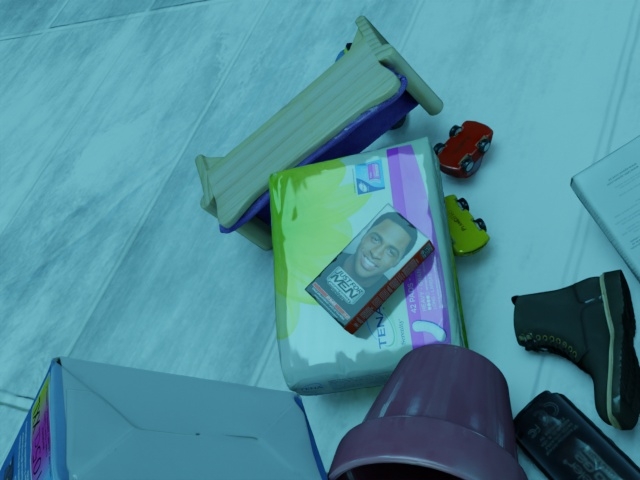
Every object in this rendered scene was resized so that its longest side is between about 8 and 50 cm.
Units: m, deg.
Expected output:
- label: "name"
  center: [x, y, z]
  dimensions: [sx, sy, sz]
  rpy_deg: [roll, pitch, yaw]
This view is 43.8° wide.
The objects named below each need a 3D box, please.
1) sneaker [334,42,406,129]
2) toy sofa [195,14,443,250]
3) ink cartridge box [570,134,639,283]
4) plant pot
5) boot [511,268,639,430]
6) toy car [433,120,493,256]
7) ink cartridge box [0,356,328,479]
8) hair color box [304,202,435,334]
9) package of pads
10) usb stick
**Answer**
- label: "sneaker"
  center: [0.078, -0.241, 1.338]
  dimensions: [0.082, 0.069, 0.209]
  rpy_deg: [-56, 44, 34]
- label: "toy sofa"
  center: [-0.003, -0.137, 1.183]
  dimensions: [0.362, 0.150, 0.177]
  rpy_deg: [-38, 45, 16]
- label: "ink cartridge box"
  center: [0.441, -0.037, 0.904]
  dimensions: [0.223, 0.045, 0.224]
  rpy_deg: [-32, 72, 6]
- label: "plant pot"
  center: [0.122, 0.217, 0.835]
  dimensions: [0.201, 0.201, 0.180]
  rpy_deg: [-9, 35, 27]
- label: "boot"
  center: [0.278, 0.128, 0.889]
  dimensions: [0.137, 0.077, 0.198]
  rpy_deg: [-15, 35, 29]
- label: "toy car"
  center: [0.129, -0.068, 1.126]
  dimensions: [0.225, 0.053, 0.239]
  rpy_deg: [0, 53, 13]
- label: "ink cartridge box"
  center: [-0.203, 0.317, 0.824]
  dimensions: [0.395, 0.270, 0.151]
  rpy_deg: [-56, 35, 31]
- label: "hair color box"
  center: [0.058, 0.033, 0.925]
  dimensions: [0.141, 0.043, 0.072]
  rpy_deg: [-46, 66, -1]
- label: "package of pads"
  center: [0.052, 0.036, 1.005]
  dimensions: [0.229, 0.101, 0.297]
  rpy_deg: [-12, 69, 15]
- label: "usb stick"
  center: [0.295, 0.258, 0.779]
  dimensions: [0.077, 0.045, 0.278]
  rpy_deg: [-45, 43, 3]
